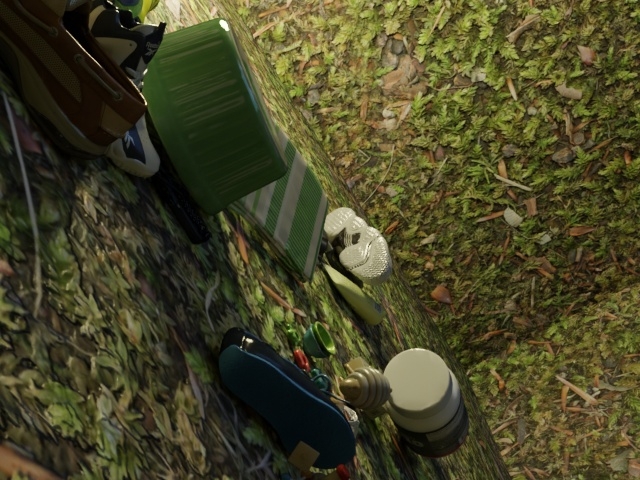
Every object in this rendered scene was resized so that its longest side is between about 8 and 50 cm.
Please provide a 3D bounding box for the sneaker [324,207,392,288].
[{"bbox_3d":[0.137,0.057,2.002,0.210,0.137,0.366,53,0,-33],"label":"sneaker"}]

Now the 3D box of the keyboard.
[{"bbox_3d":[-0.213,-0.082,1.029,0.192,0.038,0.100,58,10,-8],"label":"keyboard"}]

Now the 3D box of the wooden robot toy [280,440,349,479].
[{"bbox_3d":[0.011,0.326,0.902,0.173,0.076,0.079,60,-1,-2],"label":"wooden robot toy"}]

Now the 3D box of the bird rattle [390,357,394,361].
[{"bbox_3d":[0.263,0.401,1.809,0.207,0.143,0.253,47,-6,46],"label":"bird rattle"}]

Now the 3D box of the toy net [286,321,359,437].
[{"bbox_3d":[0.015,0.245,1.206,0.232,0.045,0.122,65,10,24],"label":"toy net"}]

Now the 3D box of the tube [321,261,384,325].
[{"bbox_3d":[0.083,0.142,1.836,0.240,0.070,0.062,45,55,-40],"label":"tube"}]

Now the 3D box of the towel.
[{"bbox_3d":[-0.082,-0.091,1.427,0.325,0.038,0.247,49,43,-44],"label":"towel"}]

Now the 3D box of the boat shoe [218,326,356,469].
[{"bbox_3d":[-0.033,0.201,0.926,0.258,0.109,0.089,57,7,-30],"label":"boat shoe"}]

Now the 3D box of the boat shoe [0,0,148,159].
[{"bbox_3d":[-0.309,-0.251,0.783,0.323,0.120,0.122,58,10,-15],"label":"boat shoe"}]

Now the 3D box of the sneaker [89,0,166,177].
[{"bbox_3d":[-0.242,-0.207,0.899,0.234,0.153,0.094,59,11,-11],"label":"sneaker"}]

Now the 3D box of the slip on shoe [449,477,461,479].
[{"bbox_3d":[0.354,0.656,1.576,0.123,0.101,0.331,56,9,-16],"label":"slip on shoe"}]

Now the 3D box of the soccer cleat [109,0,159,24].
[{"bbox_3d":[-0.348,-0.419,1.255,0.289,0.094,0.121,-100,-171,-74],"label":"soccer cleat"}]

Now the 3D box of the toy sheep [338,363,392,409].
[{"bbox_3d":[0.089,0.283,1.350,0.132,0.091,0.091,7,46,-37],"label":"toy sheep"}]

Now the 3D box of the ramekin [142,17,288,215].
[{"bbox_3d":[-0.166,-0.206,1.135,0.303,0.148,0.303,-21,90,-87],"label":"ramekin"}]

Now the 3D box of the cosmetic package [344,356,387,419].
[{"bbox_3d":[0.093,0.304,1.443,0.060,0.041,0.115,50,14,-48],"label":"cosmetic package"}]

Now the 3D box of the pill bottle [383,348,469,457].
[{"bbox_3d":[0.225,0.351,1.506,0.283,0.161,0.161,63,4,-53],"label":"pill bottle"}]

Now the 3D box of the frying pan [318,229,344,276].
[{"bbox_3d":[-0.002,0.006,1.822,0.326,0.053,0.197,55,10,-12],"label":"frying pan"}]
